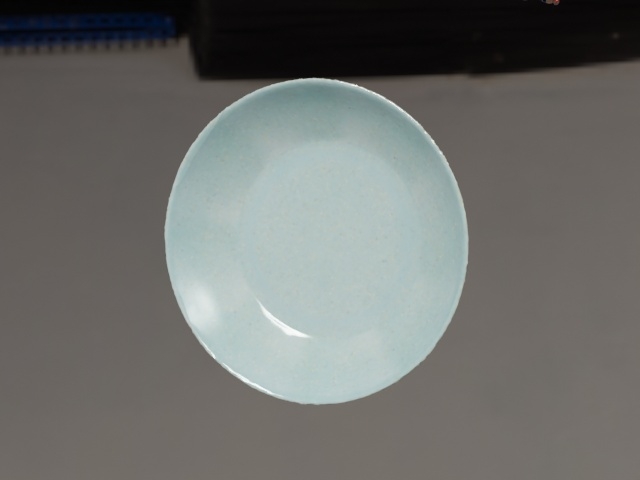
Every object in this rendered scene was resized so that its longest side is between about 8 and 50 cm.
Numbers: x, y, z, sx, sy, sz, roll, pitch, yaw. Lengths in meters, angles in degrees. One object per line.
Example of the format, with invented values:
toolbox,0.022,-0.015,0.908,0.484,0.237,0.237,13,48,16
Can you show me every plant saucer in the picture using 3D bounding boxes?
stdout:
plant saucer,0.000,0.000,0.836,0.037,0.195,0.195,-11,-80,-68

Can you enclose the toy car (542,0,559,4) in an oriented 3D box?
toy car,0.199,-0.231,1.148,0.040,0.060,0.122,60,164,10
